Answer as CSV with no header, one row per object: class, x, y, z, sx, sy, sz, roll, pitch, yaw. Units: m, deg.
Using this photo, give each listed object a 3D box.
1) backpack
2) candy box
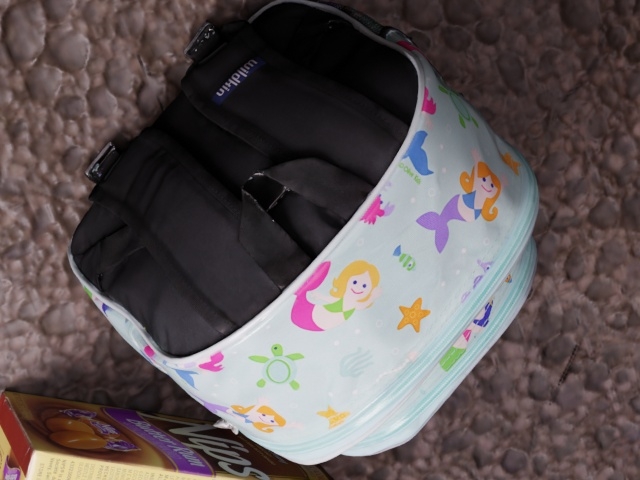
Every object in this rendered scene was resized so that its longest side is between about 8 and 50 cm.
backpack,0.000,0.000,0.967,0.191,0.253,0.225,42,87,-23
candy box,-0.090,0.137,1.049,0.187,0.109,0.053,12,99,-22
